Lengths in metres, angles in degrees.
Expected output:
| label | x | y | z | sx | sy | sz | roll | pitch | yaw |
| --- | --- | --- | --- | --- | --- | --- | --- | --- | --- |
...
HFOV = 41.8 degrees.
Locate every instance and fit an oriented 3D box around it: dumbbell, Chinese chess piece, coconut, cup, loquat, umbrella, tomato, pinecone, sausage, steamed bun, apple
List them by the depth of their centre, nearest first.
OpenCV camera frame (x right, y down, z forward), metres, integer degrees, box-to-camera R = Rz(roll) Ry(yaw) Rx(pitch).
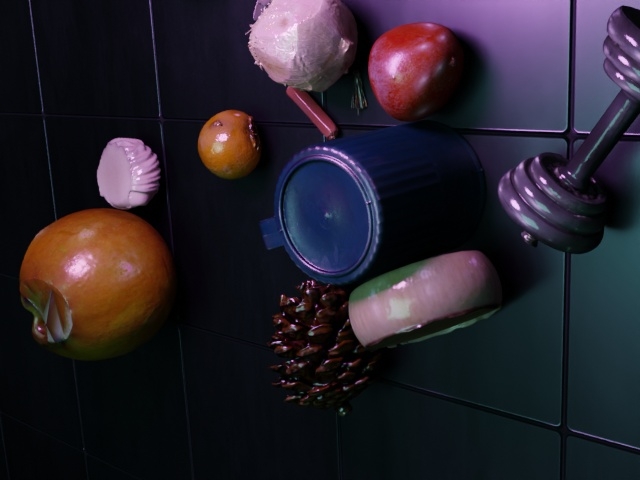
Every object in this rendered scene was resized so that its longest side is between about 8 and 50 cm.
| label | x | y | z | sx | sy | sz | roll | pitch | yaw |
| --- | --- | --- | --- | --- | --- | --- | --- | --- | --- |
| dumbbell | 0.401 | -0.148 | 1.177 | 0.179 | 0.179 | 0.406 | 45 | 127 | 23 |
| tomato | 0.150 | -0.279 | 1.384 | 0.167 | 0.167 | 0.167 | 13 | 110 | 39 |
| Chinese chess piece | 0.174 | 0.103 | 1.394 | 0.257 | 0.257 | 0.104 | -30 | 71 | 42 |
| cup | 0.073 | -0.074 | 1.412 | 0.308 | 0.292 | 0.242 | 21 | 116 | 35 |
| coconut | -0.019 | -0.358 | 1.494 | 0.194 | 0.194 | 0.194 | 13 | 110 | 39 |
| umbrella | 0.069 | -0.273 | 1.546 | 0.031 | 0.020 | 0.083 | 7 | 101 | 40 |
| pinecone | 0.000 | 0.209 | 1.611 | 0.224 | 0.224 | 0.272 | -23 | 82 | 43 |
| sausage | -0.014 | -0.248 | 1.616 | 0.147 | 0.035 | 0.030 | 48 | 160 | 18 |
| loquat | -0.187 | -0.197 | 1.718 | 0.141 | 0.141 | 0.141 | 13 | 110 | 39 |
| apple | -0.533 | 0.112 | 1.951 | 0.384 | 0.374 | 0.374 | -22 | 87 | 39 |
| steamed bun | -0.441 | -0.157 | 1.974 | 0.183 | 0.106 | 0.183 | 4 | 96 | 42 |

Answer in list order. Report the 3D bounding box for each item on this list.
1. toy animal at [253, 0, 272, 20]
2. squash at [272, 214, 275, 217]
| label | x | y | z | sx | sy | sz | roll | pitch | yaw |
| --- | --- | --- | --- | --- | --- | --- | --- | --- | --- |
| toy animal | -0.085 | -0.518 | 1.563 | 0.219 | 0.095 | 0.155 | -10 | 99 | 42 |
| squash | 0.000 | 0.000 | 1.640 | 0.188 | 0.095 | 0.095 | 46 | 128 | 17 |
